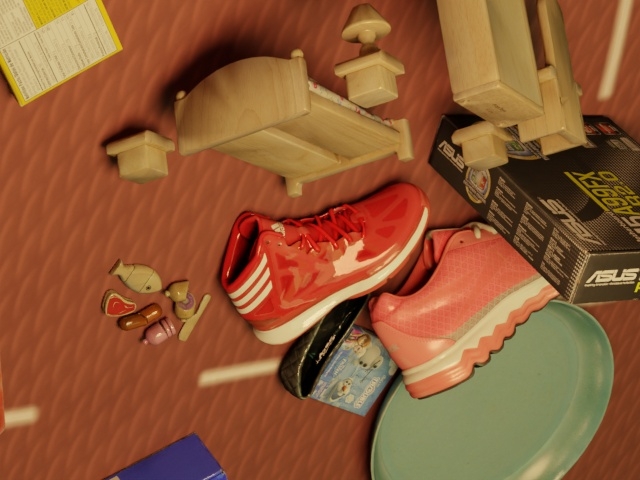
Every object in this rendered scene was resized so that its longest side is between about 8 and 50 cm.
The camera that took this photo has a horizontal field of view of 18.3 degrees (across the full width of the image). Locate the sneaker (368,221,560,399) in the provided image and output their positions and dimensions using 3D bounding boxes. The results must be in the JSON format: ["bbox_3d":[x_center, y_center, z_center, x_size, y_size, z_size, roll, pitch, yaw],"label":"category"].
[{"bbox_3d":[0.179,0.023,2.067,0.314,0.116,0.136,-41,96,-21],"label":"sneaker"}]

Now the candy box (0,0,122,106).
[{"bbox_3d":[-0.249,-0.219,1.685,0.105,0.027,0.206,-29,131,-10],"label":"candy box"}]

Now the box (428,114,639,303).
[{"bbox_3d":[0.266,-0.037,1.972,0.216,0.270,0.060,-1,122,-31],"label":"box"}]

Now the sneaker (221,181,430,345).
[{"bbox_3d":[0.000,0.000,1.955,0.221,0.087,0.128,-42,134,-2],"label":"sneaker"}]

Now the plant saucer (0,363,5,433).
[{"bbox_3d":[-0.419,0.098,1.780,0.259,0.048,0.258,-16,127,-24],"label":"plant saucer"}]

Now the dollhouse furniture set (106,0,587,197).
[{"bbox_3d":[0.024,-0.155,1.870,0.355,0.173,0.303,-16,161,27],"label":"dollhouse furniture set"}]

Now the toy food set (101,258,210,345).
[{"bbox_3d":[-0.163,0.067,1.940,0.122,0.019,0.078,18,109,-39],"label":"toy food set"}]

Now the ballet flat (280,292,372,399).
[{"bbox_3d":[0.017,0.088,2.048,0.057,0.049,0.173,18,109,-40],"label":"ballet flat"}]

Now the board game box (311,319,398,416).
[{"bbox_3d":[0.037,0.137,2.115,0.090,0.020,0.090,22,106,-42],"label":"board game box"}]

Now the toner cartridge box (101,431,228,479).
[{"bbox_3d":[-0.150,0.379,2.123,0.165,0.075,0.348,-25,130,-15],"label":"toner cartridge box"}]

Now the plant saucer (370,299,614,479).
[{"bbox_3d":[0.186,0.191,2.232,0.318,0.044,0.317,-17,128,-23],"label":"plant saucer"}]
